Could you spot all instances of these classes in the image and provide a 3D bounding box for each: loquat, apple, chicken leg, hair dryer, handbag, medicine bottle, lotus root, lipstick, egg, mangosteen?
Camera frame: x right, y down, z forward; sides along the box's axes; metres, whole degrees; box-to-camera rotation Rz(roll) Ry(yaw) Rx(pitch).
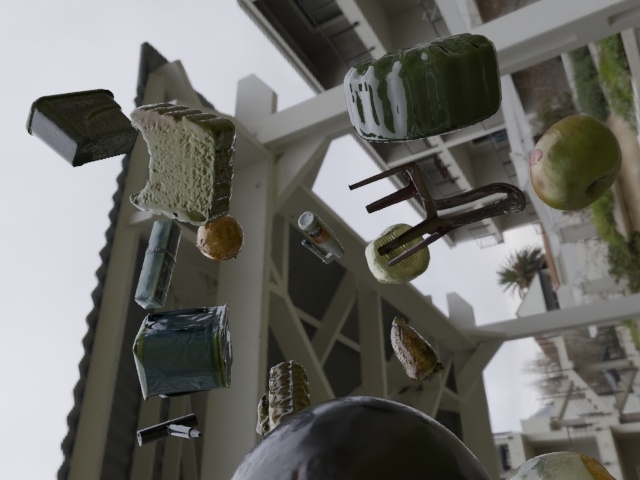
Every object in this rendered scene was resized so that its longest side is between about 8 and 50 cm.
[{"bbox_3d":[-0.289,-0.009,1.579,0.141,0.141,0.141,41,-139,-49],"label":"loquat"},{"bbox_3d":[0.695,-0.208,1.500,0.261,0.261,0.194,40,-168,-50],"label":"apple"},{"bbox_3d":[-0.117,0.568,1.753,0.140,0.211,0.361,-42,-22,-29],"label":"chicken leg"},{"bbox_3d":[-0.412,0.547,1.558,0.173,0.195,0.050,-11,-92,-31],"label":"hair dryer"},{"bbox_3d":[-0.375,0.309,1.549,0.263,0.241,0.222,-105,11,-74],"label":"handbag"},{"bbox_3d":[0.000,0.000,1.700,0.220,0.092,0.061,44,-175,-48],"label":"medicine bottle"},{"bbox_3d":[0.230,0.277,1.411,0.191,0.094,0.108,52,152,31],"label":"lotus root"},{"bbox_3d":[-0.500,0.073,1.702,0.077,0.076,0.290,67,-157,-53],"label":"lipstick"},{"bbox_3d":[0.483,0.562,1.149,0.201,0.337,0.337,61,-156,8],"label":"egg"},{"bbox_3d":[0.049,0.301,0.554,0.313,0.297,0.297,-1,-104,-68],"label":"mangosteen"}]

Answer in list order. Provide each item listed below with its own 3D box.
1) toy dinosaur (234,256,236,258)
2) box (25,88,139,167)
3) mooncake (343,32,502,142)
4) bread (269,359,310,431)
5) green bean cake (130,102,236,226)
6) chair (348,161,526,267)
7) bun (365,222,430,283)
[{"bbox_3d":[-0.285,-0.003,1.749,0.080,0.045,0.197,69,178,-47],"label":"toy dinosaur"},{"bbox_3d":[-0.652,-0.315,1.546,0.178,0.138,0.274,41,-146,10],"label":"box"},{"bbox_3d":[0.230,-0.351,1.250,0.351,0.351,0.187,-53,-45,-59],"label":"mooncake"},{"bbox_3d":[-0.074,0.403,1.352,0.098,0.087,0.269,32,-163,-18],"label":"bread"},{"bbox_3d":[-0.301,-0.170,1.209,0.124,0.233,0.236,-37,-41,-61],"label":"green bean cake"},{"bbox_3d":[0.256,-0.090,1.213,0.175,0.326,0.183,44,-156,-64],"label":"chair"},{"bbox_3d":[0.265,0.055,1.911,0.145,0.229,0.229,92,176,-63],"label":"bun"}]
